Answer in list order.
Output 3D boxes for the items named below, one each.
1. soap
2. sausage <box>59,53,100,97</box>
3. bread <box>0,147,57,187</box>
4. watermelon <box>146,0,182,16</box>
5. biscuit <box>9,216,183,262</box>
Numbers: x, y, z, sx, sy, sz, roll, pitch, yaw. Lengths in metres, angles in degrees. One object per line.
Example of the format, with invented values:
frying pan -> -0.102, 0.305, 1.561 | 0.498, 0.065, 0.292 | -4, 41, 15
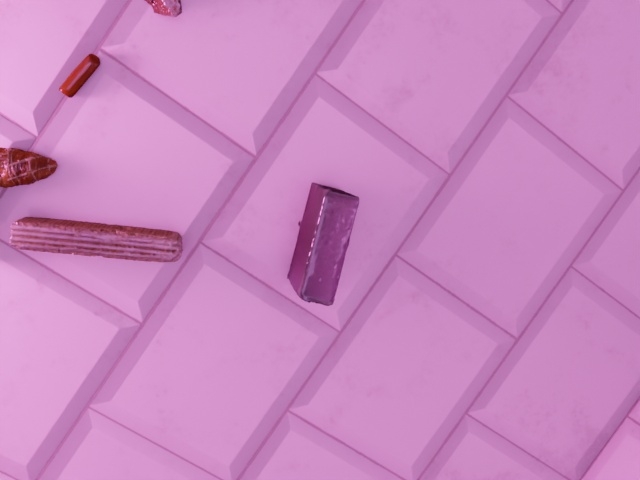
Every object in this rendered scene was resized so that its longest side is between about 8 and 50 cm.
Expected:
soap -> 0.000, 0.000, 1.719 | 0.107, 0.285, 0.296 | 13, 98, -9
sausage -> -0.621, -0.428, 1.659 | 0.039, 0.041, 0.131 | 42, 90, -9
bread -> -0.805, -0.188, 1.652 | 0.233, 0.076, 0.105 | -6, 102, -11
watermelon -> -0.427, -0.683, 1.636 | 0.154, 0.094, 0.241 | -25, 106, 3
biscuit -> -0.579, -0.001, 1.689 | 0.425, 0.144, 0.079 | 5, 98, -11
